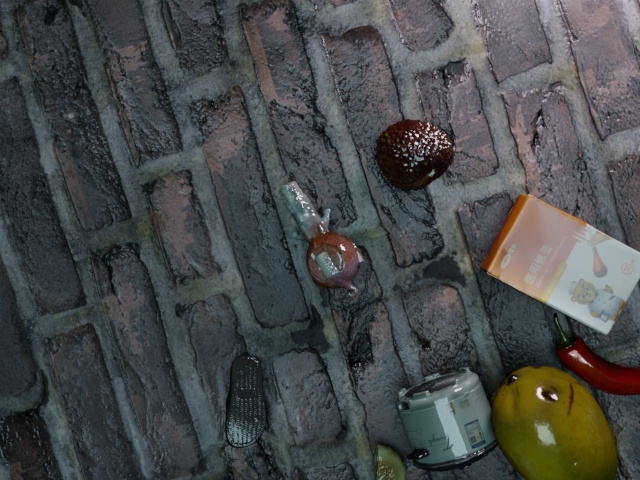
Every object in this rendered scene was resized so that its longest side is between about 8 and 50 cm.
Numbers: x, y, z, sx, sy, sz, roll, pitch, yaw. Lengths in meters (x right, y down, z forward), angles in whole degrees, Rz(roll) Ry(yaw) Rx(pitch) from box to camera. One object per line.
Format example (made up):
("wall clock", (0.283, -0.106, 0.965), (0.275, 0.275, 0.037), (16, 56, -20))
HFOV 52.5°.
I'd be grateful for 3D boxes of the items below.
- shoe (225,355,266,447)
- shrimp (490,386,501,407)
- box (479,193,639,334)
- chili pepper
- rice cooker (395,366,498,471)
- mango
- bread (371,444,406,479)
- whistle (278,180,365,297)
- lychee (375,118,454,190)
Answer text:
("shoe", (-0.203, 0.436, 1.754), (0.108, 0.093, 0.241), (3, 70, -11))
("shrimp", (0.537, 0.416, 1.704), (0.180, 0.041, 0.099), (-16, 93, 4))
("box", (0.603, 0.056, 1.638), (0.341, 0.143, 0.225), (28, 94, 3))
("chili pepper", (0.740, 0.320, 1.670), (0.368, 0.092, 0.137), (24, 80, -4))
("rice cooker", (0.322, 0.460, 1.629), (0.280, 0.241, 0.227), (-18, 85, -34))
("mango", (0.582, 0.473, 1.552), (0.220, 0.301, 0.445), (-31, 125, 32))
("bread", (0.182, 0.612, 1.719), (0.094, 0.083, 0.157), (-19, 92, 3))
("whistle", (0.000, 0.000, 1.704), (0.142, 0.133, 0.346), (-40, 78, 41))
("lychee", (0.233, -0.224, 1.656), (0.188, 0.188, 0.188), (0, 91, 5))
